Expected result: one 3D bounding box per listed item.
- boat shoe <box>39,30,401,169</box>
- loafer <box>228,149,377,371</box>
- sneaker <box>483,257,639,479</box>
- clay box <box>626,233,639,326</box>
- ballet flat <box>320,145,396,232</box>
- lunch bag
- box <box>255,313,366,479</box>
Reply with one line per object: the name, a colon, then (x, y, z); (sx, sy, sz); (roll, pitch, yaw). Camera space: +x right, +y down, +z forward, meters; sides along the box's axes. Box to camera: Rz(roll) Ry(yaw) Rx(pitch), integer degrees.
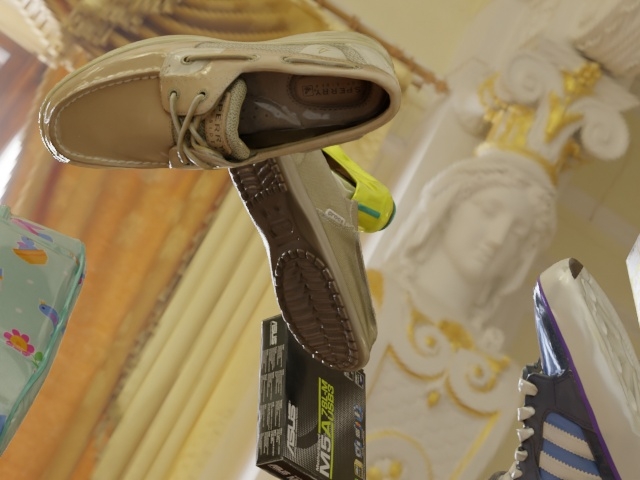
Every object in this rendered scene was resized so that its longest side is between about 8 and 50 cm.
boat shoe: (-0.084, -0.108, 0.936); (0.302, 0.098, 0.109); (-7, -66, 0)
loafer: (0.000, 0.000, 1.130); (0.102, 0.092, 0.268); (-9, -75, 48)
sneaker: (0.179, 0.201, 1.005); (0.236, 0.130, 0.323); (-21, -89, 22)
clay box: (0.466, 0.044, 1.523); (0.053, 0.222, 0.127); (16, -57, -4)
ballet flat: (-0.005, -0.079, 1.310); (0.077, 0.077, 0.231); (16, 15, -43)
lunch bag: (-0.297, 0.116, 0.936); (0.108, 0.279, 0.224); (30, -64, -14)
box: (-0.008, 0.209, 1.376); (0.045, 0.190, 0.184); (-17, -38, 26)
